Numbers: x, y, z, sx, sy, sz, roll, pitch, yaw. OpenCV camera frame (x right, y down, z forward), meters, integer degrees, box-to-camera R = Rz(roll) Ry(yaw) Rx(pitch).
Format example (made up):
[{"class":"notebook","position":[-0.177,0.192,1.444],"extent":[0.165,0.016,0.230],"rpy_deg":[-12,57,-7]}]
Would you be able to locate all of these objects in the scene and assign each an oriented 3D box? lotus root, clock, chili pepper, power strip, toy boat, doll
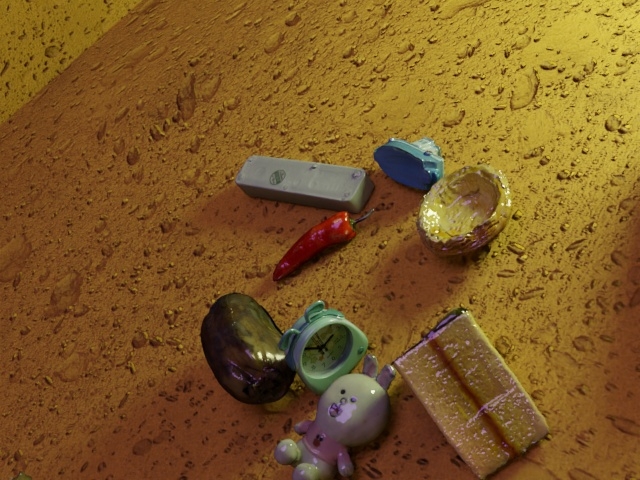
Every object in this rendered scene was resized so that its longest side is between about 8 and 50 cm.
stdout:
[{"class":"lotus root","position":[-0.148,0.217,2.033],"extent":[0.152,0.160,0.275],"rpy_deg":[-61,36,24]},{"class":"clock","position":[-0.001,0.194,1.917],"extent":[0.148,0.188,0.060],"rpy_deg":[-45,43,-8]},{"class":"chili pepper","position":[0.000,0.000,2.179],"extent":[0.272,0.063,0.071],"rpy_deg":[-33,29,13]},{"class":"power strip","position":[-0.050,-0.131,2.322],"extent":[0.385,0.062,0.091],"rpy_deg":[11,63,40]},{"class":"toy boat","position":[0.202,-0.171,2.173],"extent":[0.102,0.088,0.215],"rpy_deg":[-22,31,-33]},{"class":"doll","position":[0.035,0.335,1.840],"extent":[0.154,0.113,0.275],"rpy_deg":[30,68,37]}]

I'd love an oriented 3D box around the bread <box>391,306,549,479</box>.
[{"class":"bread","position":[0.264,0.270,1.772],"extent":[0.167,0.163,0.264],"rpy_deg":[-35,73,5]}]

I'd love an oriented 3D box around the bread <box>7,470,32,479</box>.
[{"class":"bread","position":[-0.621,0.695,1.862],"extent":[0.404,0.346,0.242],"rpy_deg":[-30,35,1]}]

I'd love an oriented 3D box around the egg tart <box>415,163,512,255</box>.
[{"class":"egg tart","position":[0.287,-0.050,1.988],"extent":[0.212,0.090,0.213],"rpy_deg":[-18,46,20]}]
